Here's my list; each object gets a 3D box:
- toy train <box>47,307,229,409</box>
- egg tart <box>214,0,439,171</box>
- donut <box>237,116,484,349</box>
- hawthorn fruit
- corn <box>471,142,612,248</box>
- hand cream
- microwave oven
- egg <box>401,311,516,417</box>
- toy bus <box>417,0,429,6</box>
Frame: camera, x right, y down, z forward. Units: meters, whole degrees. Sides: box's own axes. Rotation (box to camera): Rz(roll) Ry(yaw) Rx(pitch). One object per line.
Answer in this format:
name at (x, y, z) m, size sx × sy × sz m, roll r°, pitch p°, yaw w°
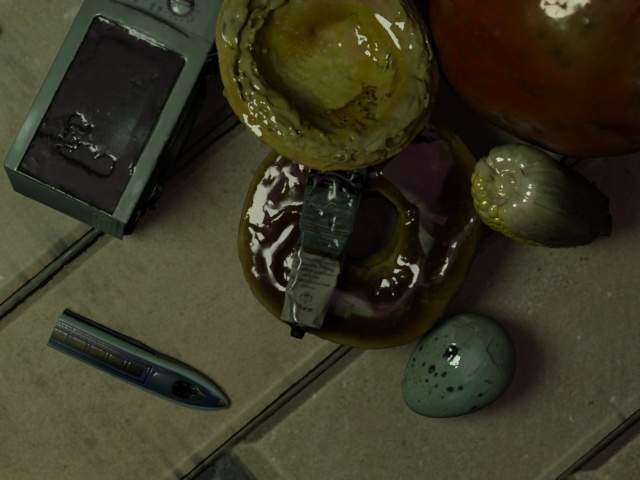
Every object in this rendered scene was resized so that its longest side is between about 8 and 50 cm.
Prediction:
toy train at (-0.234, 0.167, 1.823) m, size 0.251 × 0.048 × 0.055 m, roll 25°, pitch 92°, yaw -6°
egg tart at (0.001, -0.213, 1.657) m, size 0.288 × 0.118 × 0.288 m, roll 2°, pitch 81°, yaw -15°
donut at (0.060, -0.018, 1.796) m, size 0.330 × 0.160 × 0.330 m, roll 0°, pitch 92°, yaw 7°
hawthorn fruit at (0.347, -0.275, 1.661) m, size 0.402 × 0.403 × 0.403 m, roll 0°, pitch 93°, yaw -5°
corn at (0.285, -0.052, 1.747) m, size 0.123 × 0.305 × 0.122 m, roll 9°, pitch 90°, yaw 26°
hand cream at (-0.001, 0.000, 1.706) m, size 0.075 × 0.052 × 0.248 m, roll 14°, pitch 86°, yaw -13°
microwave oven at (-0.242, -0.169, 1.707) m, size 0.181 × 0.237 × 0.295 m, roll 25°, pitch 81°, yaw -5°
egg at (0.178, 0.168, 1.816) m, size 0.164 × 0.131 × 0.131 m, roll -37°, pitch 95°, yaw 3°
toy bus at (0.081, -0.413, 1.715) m, size 0.342 × 0.097 × 0.138 m, roll 31°, pitch 96°, yaw -41°
